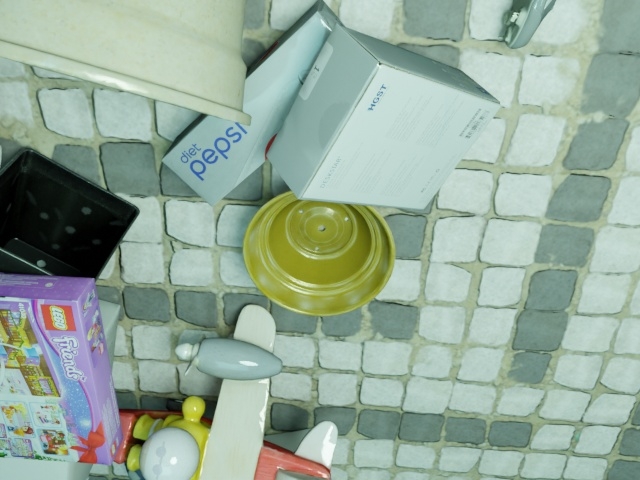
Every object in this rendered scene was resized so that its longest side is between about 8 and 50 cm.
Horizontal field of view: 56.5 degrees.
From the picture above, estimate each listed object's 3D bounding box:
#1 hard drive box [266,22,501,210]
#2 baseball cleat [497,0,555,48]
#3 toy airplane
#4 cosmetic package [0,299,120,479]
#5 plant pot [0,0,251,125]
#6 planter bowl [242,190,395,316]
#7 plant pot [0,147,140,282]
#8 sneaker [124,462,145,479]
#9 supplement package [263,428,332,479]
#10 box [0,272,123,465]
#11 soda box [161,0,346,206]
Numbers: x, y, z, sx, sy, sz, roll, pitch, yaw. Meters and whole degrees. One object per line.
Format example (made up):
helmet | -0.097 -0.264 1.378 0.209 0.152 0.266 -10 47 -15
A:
hard drive box | 0.080 -0.136 0.729 0.232 0.089 0.181 2 131 -44
baseball cleat | 0.293 -0.316 0.693 0.110 0.072 0.205 12 123 -8
toy airplane | -0.164 0.348 0.934 0.384 0.386 0.272 -36 154 7
cosmetic package | -0.460 0.286 1.018 0.155 0.197 0.365 16 119 -6
plant pot | -0.194 -0.305 0.586 0.334 0.334 0.305 15 99 -5
planter bowl | 0.000 0.000 0.883 0.217 0.090 0.217 2 121 3
plant pot | -0.409 0.013 0.873 0.188 0.188 0.167 31 129 -14
sneaker | -0.302 0.546 1.197 0.112 0.131 0.318 -18 118 14
supplement package | -0.121 0.515 1.129 0.263 0.199 0.198 -12 119 10
box | -0.392 0.180 0.809 0.201 0.057 0.293 4 119 2
soda box | -0.073 -0.175 0.784 0.286 0.091 0.098 -37 113 22
